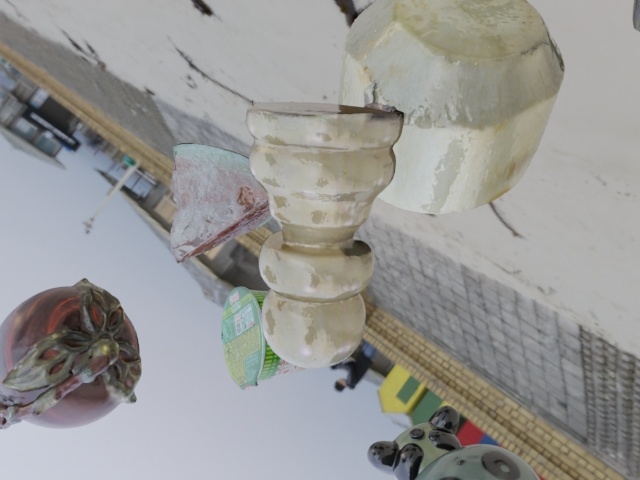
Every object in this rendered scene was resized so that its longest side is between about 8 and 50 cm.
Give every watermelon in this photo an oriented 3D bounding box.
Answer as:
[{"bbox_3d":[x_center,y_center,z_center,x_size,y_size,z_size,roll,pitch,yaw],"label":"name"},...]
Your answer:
[{"bbox_3d":[-0.158,-0.060,0.961,0.136,0.202,0.207,61,170,22],"label":"watermelon"}]

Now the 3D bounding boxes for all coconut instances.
[{"bbox_3d":[0.163,-0.190,0.834,0.323,0.323,0.323,36,177,2],"label":"coconut"}]

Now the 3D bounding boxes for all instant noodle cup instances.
[{"bbox_3d":[-0.062,0.196,1.267,0.233,0.206,0.207,1,-162,-32],"label":"instant noodle cup"}]

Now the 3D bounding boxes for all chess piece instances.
[{"bbox_3d":[0.000,0.000,0.582,0.143,0.260,0.142,2,-165,-1],"label":"chess piece"}]

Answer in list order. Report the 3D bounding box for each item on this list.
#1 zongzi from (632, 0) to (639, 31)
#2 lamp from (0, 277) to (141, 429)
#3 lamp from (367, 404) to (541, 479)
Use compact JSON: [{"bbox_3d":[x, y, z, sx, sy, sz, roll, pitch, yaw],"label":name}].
[{"bbox_3d":[0.722,-0.527,1.141,0.241,0.111,0.247,6,138,32],"label":"zongzi"},{"bbox_3d":[-0.290,0.118,0.679,0.224,0.215,0.150,0,117,23],"label":"lamp"},{"bbox_3d":[0.186,0.344,0.808,0.198,0.197,0.244,39,-178,-38],"label":"lamp"}]
